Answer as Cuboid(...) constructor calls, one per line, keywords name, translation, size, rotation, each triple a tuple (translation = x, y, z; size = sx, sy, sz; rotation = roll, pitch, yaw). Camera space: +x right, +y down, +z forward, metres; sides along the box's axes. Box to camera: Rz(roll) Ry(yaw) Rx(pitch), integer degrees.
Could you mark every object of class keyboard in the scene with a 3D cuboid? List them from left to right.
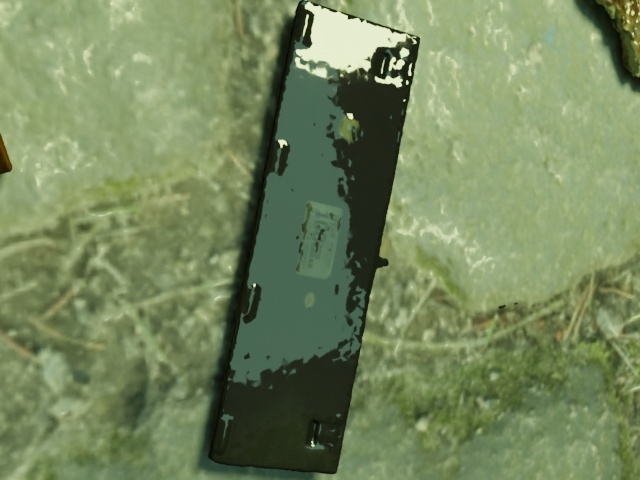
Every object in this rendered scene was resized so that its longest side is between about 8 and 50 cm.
Cuboid(name="keyboard", translation=(0.000, 0.000, 0.454), size=(0.106, 0.027, 0.317), rotation=(13, 87, -20))

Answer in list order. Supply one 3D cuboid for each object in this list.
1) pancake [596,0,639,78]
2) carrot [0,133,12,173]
Cuboid(name="pancake", translation=(0.242, -0.267, 0.531), size=(0.244, 0.057, 0.266), rotation=(0, 92, -24))
Cuboid(name="carrot", translation=(-0.239, -0.041, 0.336), size=(0.139, 0.048, 0.048), rotation=(-17, 99, -21))
